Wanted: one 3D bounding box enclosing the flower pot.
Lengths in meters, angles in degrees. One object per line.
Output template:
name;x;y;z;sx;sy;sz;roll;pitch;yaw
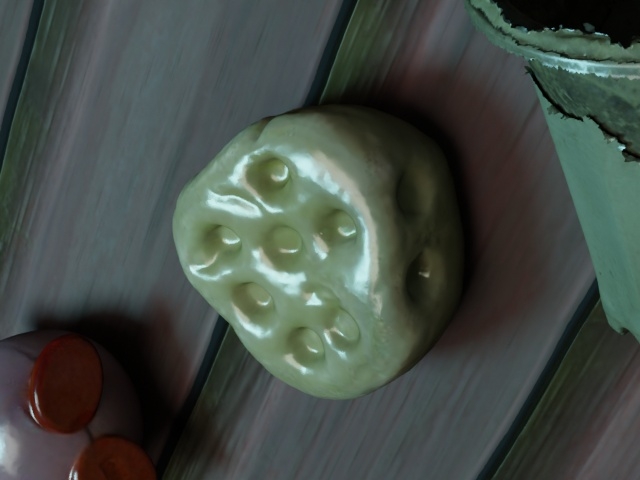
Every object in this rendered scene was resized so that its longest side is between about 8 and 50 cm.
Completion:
flower pot;0.235;-0.073;0.969;0.290;0.290;0.259;8;128;32

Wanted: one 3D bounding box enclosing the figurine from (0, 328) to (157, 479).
figurine;-0.234;0.159;1.469;0.173;0.173;0.173;16;121;28

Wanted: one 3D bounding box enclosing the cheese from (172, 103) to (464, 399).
cheese;0.000;0.000;1.254;0.218;0.117;0.235;26;127;23
